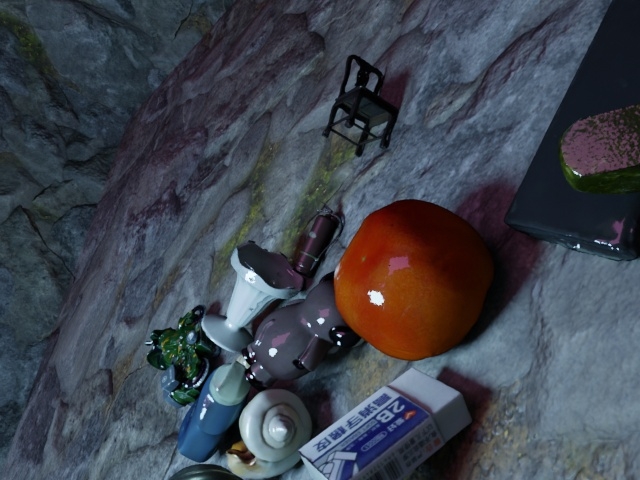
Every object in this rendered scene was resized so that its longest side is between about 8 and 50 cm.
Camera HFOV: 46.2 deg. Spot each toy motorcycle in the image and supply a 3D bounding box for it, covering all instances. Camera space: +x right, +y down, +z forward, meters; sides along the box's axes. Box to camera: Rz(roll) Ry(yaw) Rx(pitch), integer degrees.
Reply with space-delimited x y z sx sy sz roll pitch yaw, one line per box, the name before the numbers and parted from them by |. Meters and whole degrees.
toy motorcycle | -0.326 0.277 1.745 0.187 0.124 0.275 -41 32 16

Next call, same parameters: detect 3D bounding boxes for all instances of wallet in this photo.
wallet | 0.411 -0.177 0.996 0.406 0.062 0.228 -62 28 -3

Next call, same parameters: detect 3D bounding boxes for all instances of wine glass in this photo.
wine glass | -0.145 0.124 1.558 0.196 0.165 0.165 -60 26 18

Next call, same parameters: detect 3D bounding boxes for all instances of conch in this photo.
conch | -0.087 0.344 1.316 0.255 0.127 0.158 122 169 -73

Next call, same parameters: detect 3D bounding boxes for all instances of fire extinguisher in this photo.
fire extinguisher | 0.000 0.000 1.543 0.078 0.045 0.157 19 79 34

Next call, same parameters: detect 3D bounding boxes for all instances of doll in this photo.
doll | -0.020 0.159 1.296 0.257 0.117 0.182 -32 36 9

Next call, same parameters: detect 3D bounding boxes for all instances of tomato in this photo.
tomato | 0.129 0.058 1.124 0.260 0.180 0.260 -39 37 38

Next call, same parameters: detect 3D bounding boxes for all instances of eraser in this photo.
eraser | 0.087 0.267 1.020 0.210 0.068 0.124 -33 20 -18

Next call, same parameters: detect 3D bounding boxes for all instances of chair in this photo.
chair | 0.097 -0.302 1.588 0.113 0.106 0.229 -14 54 55

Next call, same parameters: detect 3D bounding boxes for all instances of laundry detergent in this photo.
laundry detergent | -0.198 0.313 1.416 0.143 0.094 0.290 -61 0 -37

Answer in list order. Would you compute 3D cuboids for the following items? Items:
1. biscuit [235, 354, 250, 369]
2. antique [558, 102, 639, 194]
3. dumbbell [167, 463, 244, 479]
biscuit | -0.103 0.224 1.488 0.219 0.055 0.061 -34 27 41
antique | 0.388 -0.112 0.857 0.220 0.080 0.081 -11 65 30
dumbbell | -0.188 0.501 1.226 0.192 0.192 0.290 -51 31 18
